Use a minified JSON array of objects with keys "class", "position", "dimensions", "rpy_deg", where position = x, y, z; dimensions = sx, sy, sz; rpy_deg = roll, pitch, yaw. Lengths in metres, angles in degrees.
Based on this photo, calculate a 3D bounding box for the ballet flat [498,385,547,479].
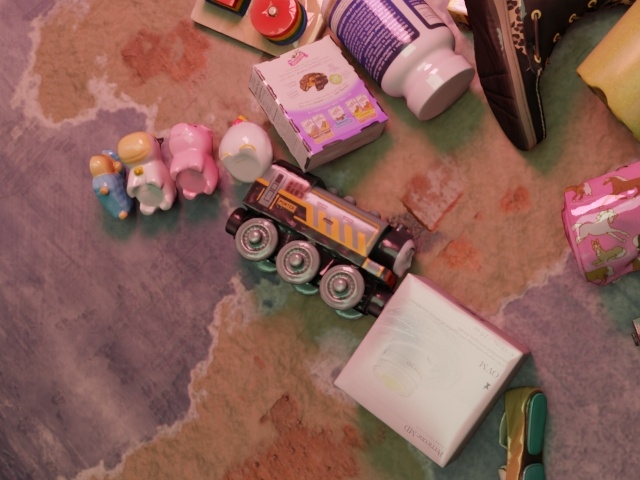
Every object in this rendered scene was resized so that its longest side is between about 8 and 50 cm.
[{"class":"ballet flat","position":[0.324,0.352,1.557],"dimensions":[0.073,0.080,0.232],"rpy_deg":[-1,80,46]}]

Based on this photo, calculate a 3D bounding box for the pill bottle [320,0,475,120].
[{"class":"pill bottle","position":[0.133,-0.341,1.639],"dimensions":[0.153,0.153,0.265],"rpy_deg":[-41,74,10]}]

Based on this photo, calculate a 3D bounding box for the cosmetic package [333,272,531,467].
[{"class":"cosmetic package","position":[0.184,0.209,1.574],"dimensions":[0.224,0.138,0.225],"rpy_deg":[35,97,18]}]

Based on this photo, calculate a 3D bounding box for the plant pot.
[{"class":"plant pot","position":[0.541,-0.276,1.452],"dimensions":[0.254,0.276,0.276],"rpy_deg":[-43,74,16]}]

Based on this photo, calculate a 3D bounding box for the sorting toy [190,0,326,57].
[{"class":"sorting toy","position":[-0.093,-0.486,1.760],"dimensions":[0.255,0.089,0.257],"rpy_deg":[26,92,18]}]

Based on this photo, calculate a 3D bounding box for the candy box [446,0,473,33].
[{"class":"candy box","position":[0.280,-0.454,1.627],"dimensions":[0.053,0.109,0.187],"rpy_deg":[21,92,20]}]

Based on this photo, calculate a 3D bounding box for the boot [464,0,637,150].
[{"class":"boot","position":[0.388,-0.357,1.549],"dimensions":[0.284,0.138,0.378],"rpy_deg":[-21,108,-8]}]

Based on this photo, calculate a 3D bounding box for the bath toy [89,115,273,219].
[{"class":"bath toy","position":[-0.246,-0.151,1.762],"dimensions":[0.348,0.129,0.151],"rpy_deg":[-12,125,18]}]

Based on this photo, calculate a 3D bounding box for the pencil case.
[{"class":"pencil case","position":[0.568,-0.054,1.467],"dimensions":[0.386,0.167,0.160],"rpy_deg":[-18,60,16]}]

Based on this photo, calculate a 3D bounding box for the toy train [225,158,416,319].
[{"class":"toy train","position":[0.000,0.000,1.660],"dimensions":[0.333,0.142,0.190],"rpy_deg":[29,84,18]}]

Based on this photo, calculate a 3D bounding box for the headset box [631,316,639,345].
[{"class":"headset box","position":[0.536,0.144,1.522],"dimensions":[0.083,0.032,0.062],"rpy_deg":[-22,77,15]}]

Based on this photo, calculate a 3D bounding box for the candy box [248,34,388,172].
[{"class":"candy box","position":[-0.006,-0.240,1.677],"dimensions":[0.164,0.070,0.196],"rpy_deg":[-27,74,-22]}]
